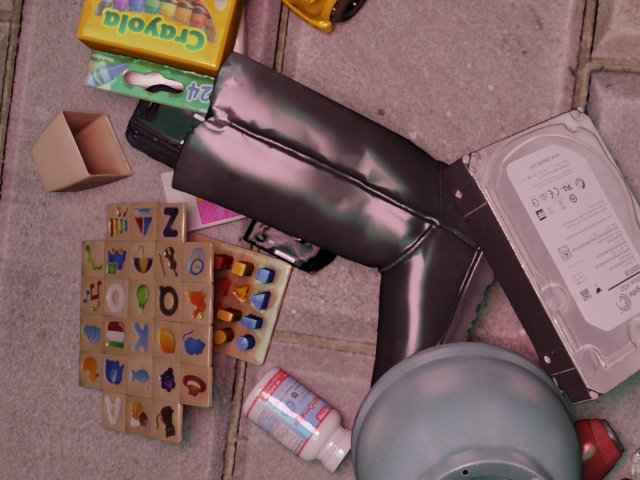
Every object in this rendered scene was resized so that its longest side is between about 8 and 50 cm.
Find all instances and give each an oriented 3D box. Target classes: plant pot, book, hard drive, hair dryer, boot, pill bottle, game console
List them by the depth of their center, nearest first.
[{"bbox_3d":[0.184,0.293,1.110,0.293,0.196,0.293,0,106,1],"label":"plant pot"},{"bbox_3d":[0.330,0.011,1.198,0.237,0.064,0.339,-23,84,-30],"label":"hard drive"},{"bbox_3d":[0.376,0.352,1.243,0.293,0.080,0.223,7,91,13],"label":"hair dryer"},{"bbox_3d":[0.001,-0.002,1.245,0.445,0.146,0.367,27,82,-6],"label":"boot"},{"bbox_3d":[-0.027,0.260,1.327,0.160,0.087,0.087,35,96,10],"label":"pill bottle"},{"bbox_3d":[-0.104,-0.118,1.341,0.361,0.044,0.213,29,92,-1],"label":"game console"},{"bbox_3d":[-0.162,-0.070,1.393,0.144,0.035,0.096,-12,89,12],"label":"book"},{"bbox_3d":[-0.373,-0.127,1.406,0.096,0.109,0.109,-27,83,22],"label":"plant pot"}]

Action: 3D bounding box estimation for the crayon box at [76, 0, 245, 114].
[{"bbox_3d":[-0.207,-0.355,1.281,0.203,0.083,0.323,13,89,2],"label":"crayon box"}]

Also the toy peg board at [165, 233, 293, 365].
[{"bbox_3d":[-0.145,0.088,1.361,0.161,0.079,0.161,17,93,12],"label":"toy peg board"}]

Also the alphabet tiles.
[{"bbox_3d":[-0.261,0.115,1.359,0.285,0.011,0.342,0,88,38],"label":"alphabet tiles"}]

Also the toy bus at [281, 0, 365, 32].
[{"bbox_3d":[0.013,-0.425,1.272,0.149,0.211,0.220,44,96,11],"label":"toy bus"}]

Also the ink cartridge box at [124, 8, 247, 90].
[{"bbox_3d":[-0.200,-0.334,1.363,0.181,0.056,0.224,2,96,1],"label":"ink cartridge box"}]
